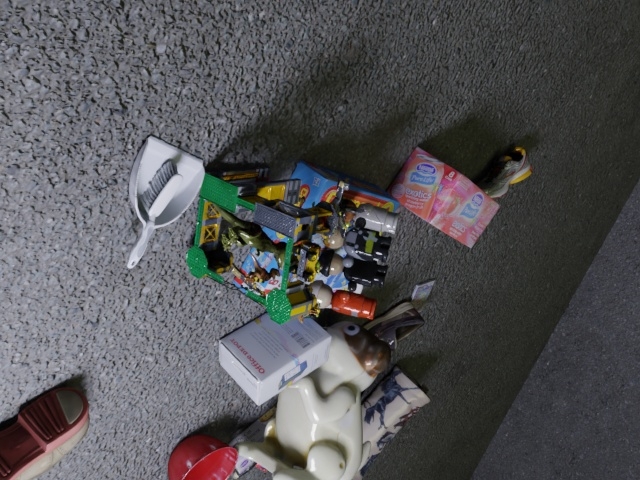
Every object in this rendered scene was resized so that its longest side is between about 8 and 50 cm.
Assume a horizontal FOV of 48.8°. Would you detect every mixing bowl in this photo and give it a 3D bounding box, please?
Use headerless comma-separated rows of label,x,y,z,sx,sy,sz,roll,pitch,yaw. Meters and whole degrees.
mixing bowl,-0.300,0.538,1.705,0.181,0.098,0.181,-32,144,-27

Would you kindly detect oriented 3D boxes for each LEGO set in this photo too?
LEGO set,-0.075,-0.005,1.282,0.192,0.331,0.255,-12,111,-47

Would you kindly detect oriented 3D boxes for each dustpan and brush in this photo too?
dustpan and brush,-0.279,-0.054,1.183,0.211,0.060,0.147,-56,147,7

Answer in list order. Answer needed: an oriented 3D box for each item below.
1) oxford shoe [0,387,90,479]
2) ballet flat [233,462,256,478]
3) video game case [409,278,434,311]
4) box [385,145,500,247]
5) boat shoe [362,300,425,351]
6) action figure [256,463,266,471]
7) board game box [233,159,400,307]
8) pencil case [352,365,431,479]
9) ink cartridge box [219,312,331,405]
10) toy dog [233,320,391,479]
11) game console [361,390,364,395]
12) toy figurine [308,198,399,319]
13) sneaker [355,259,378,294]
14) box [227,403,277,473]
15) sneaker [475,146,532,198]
oxford shoe,-0.558,0.408,1.242,0.348,0.123,0.130,-30,147,-29
ballet flat,-0.187,0.597,1.967,0.173,0.049,0.057,-49,176,5
video game case,0.305,0.179,2.179,0.087,0.011,0.122,-13,131,-44
box,0.317,-0.103,1.787,0.142,0.154,0.300,-56,146,8
boat shoe,0.190,0.281,2.061,0.285,0.092,0.103,-29,143,-30
action figure,-0.158,0.656,2.063,0.038,0.030,0.115,-48,146,3
board game box,0.000,0.000,1.557,0.308,0.086,0.302,10,114,-54
pencil case,0.189,0.602,2.312,0.410,0.160,0.183,-47,139,-7
ink cartridge box,-0.105,0.252,1.612,0.212,0.154,0.093,-27,142,-34
toy dog,0.028,0.403,1.776,0.395,0.284,0.408,21,84,-26
game console,0.089,0.412,2.087,0.107,0.071,0.122,8,115,-54
toy figurine,0.061,0.031,1.403,0.213,0.148,0.210,-62,164,-59
sneaker,0.083,0.077,1.759,0.212,0.080,0.094,-53,-169,26
box,-0.117,0.497,1.922,0.324,0.067,0.063,-35,143,-23
sneaker,0.511,-0.194,2.021,0.225,0.088,0.093,-35,124,-24
